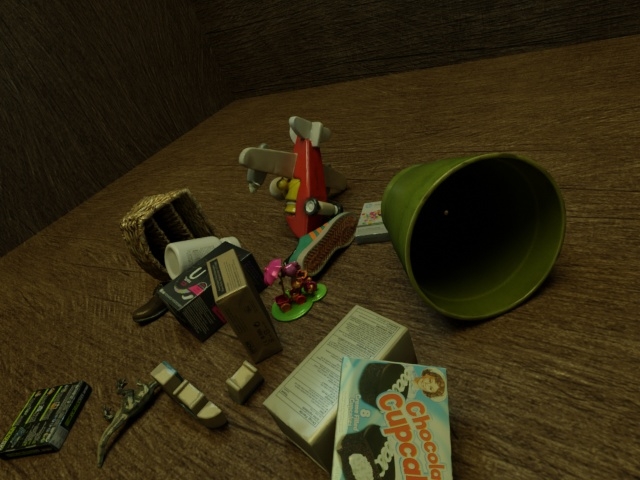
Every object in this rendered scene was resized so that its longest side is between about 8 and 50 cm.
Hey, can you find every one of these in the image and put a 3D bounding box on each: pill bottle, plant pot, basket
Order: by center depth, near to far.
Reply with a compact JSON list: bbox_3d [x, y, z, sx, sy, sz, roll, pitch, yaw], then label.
[{"bbox_3d":[0.316,-0.048,1.043,0.367,0.366,0.353,-25,20,-3],"label":"plant pot"},{"bbox_3d":[-0.388,0.055,1.416,0.229,0.131,0.131,-13,21,-40],"label":"pill bottle"},{"bbox_3d":[-0.519,-0.002,1.481,0.223,0.299,0.213,-6,37,25],"label":"basket"}]

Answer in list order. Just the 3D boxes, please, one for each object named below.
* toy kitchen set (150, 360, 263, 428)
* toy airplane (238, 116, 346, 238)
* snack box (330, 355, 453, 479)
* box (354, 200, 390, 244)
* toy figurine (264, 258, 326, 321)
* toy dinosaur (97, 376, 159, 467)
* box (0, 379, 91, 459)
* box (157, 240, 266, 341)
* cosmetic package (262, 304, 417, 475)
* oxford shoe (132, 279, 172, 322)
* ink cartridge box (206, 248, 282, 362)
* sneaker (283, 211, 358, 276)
[{"bbox_3d":[-0.269,0.346,1.036,0.207,0.122,0.166,27,55,26],"label":"toy kitchen set"},{"bbox_3d":[-0.081,-0.232,1.480,0.272,0.386,0.384,-15,32,41],"label":"toy airplane"},{"bbox_3d":[0.112,0.358,0.678,0.187,0.060,0.321,6,53,3],"label":"snack box"},{"bbox_3d":[0.199,-0.065,1.376,0.145,0.038,0.186,-6,35,24],"label":"box"},{"bbox_3d":[-0.085,0.116,1.178,0.173,0.159,0.130,-25,33,-4],"label":"toy figurine"},{"bbox_3d":[-0.500,0.425,1.085,0.118,0.064,0.268,12,49,33],"label":"toy dinosaur"},{"bbox_3d":[-0.755,0.490,1.160,0.184,0.045,0.190,-17,34,14],"label":"box"},{"bbox_3d":[-0.326,0.147,1.295,0.270,0.143,0.165,-41,37,-26],"label":"box"},{"bbox_3d":[0.050,0.293,0.871,0.296,0.129,0.153,-40,38,-26],"label":"cosmetic package"},{"bbox_3d":[-0.536,0.186,1.413,0.227,0.096,0.083,-36,37,-17],"label":"oxford shoe"},{"bbox_3d":[-0.200,0.169,1.102,0.088,0.234,0.193,-27,32,-8],"label":"ink cartridge box"},{"bbox_3d":[0.000,0.000,1.340,0.121,0.108,0.302,3,35,45],"label":"sneaker"}]
